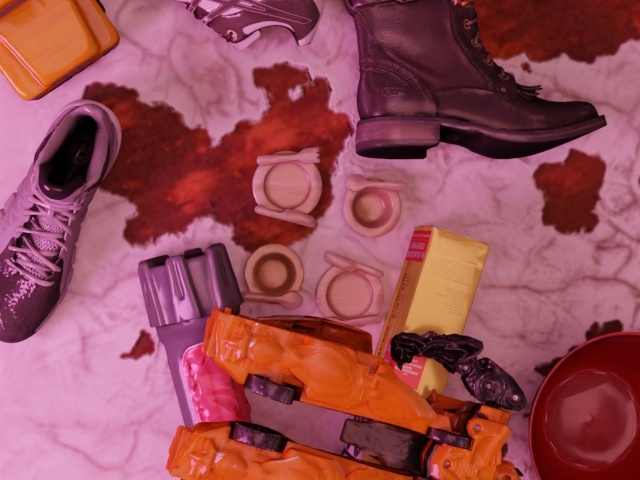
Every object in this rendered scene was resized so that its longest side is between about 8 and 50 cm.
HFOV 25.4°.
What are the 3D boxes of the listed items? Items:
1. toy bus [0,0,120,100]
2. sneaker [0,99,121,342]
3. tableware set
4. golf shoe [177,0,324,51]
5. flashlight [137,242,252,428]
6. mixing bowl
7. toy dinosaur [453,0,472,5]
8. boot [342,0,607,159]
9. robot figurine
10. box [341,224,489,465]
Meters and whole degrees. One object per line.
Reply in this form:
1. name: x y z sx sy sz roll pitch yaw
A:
1. toy bus: -0.305 -0.281 1.199 0.108 0.130 0.332 -34 95 -3
2. sneaker: -0.239 -0.019 1.214 0.086 0.132 0.228 21 87 -8
3. tableware set: 0.000 0.000 1.307 0.141 0.020 0.168 10 89 -9
4. golf shoe: -0.094 -0.213 1.263 0.198 0.077 0.093 4 107 4
5. flashlight: -0.078 0.156 1.256 0.103 0.103 0.304 -14 93 -7
6. mixing bowl: 0.265 0.170 1.309 0.181 0.098 0.181 0 91 -9
7. toy dinosaur: 0.116 -0.368 1.267 0.218 0.164 0.321 -4 97 2
8. boot: 0.132 -0.192 1.295 0.263 0.091 0.229 -1 83 -16
9. robot figurine: 0.030 0.161 1.189 0.291 0.085 0.211 18 88 -13
10. box: 0.084 0.104 1.289 0.058 0.087 0.232 19 89 -8
